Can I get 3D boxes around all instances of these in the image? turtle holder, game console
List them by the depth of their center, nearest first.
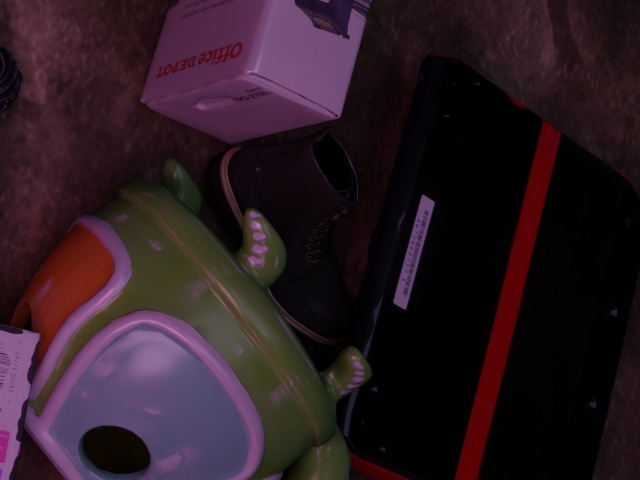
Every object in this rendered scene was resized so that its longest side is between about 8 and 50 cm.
[{"bbox_3d":[-0.112,0.115,1.430,0.227,0.243,0.320,-39,140,-13],"label":"turtle holder"},{"bbox_3d":[0.161,0.064,1.688,0.342,0.060,0.386,29,69,-37],"label":"game console"}]

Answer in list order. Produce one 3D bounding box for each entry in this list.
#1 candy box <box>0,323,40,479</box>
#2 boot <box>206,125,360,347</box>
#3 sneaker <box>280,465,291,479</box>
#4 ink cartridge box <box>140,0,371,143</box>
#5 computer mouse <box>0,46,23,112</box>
[{"bbox_3d":[-0.284,0.158,1.318,0.070,0.165,0.196,16,75,-33],"label":"candy box"},{"bbox_3d":[0.000,0.000,1.551,0.198,0.137,0.077,55,48,-20],"label":"boot"},{"bbox_3d":[0.007,0.256,1.570,0.086,0.085,0.237,-32,107,-44],"label":"sneaker"},{"bbox_3d":[-0.040,-0.212,1.528,0.100,0.172,0.237,25,71,-31],"label":"ink cartridge box"},{"bbox_3d":[-0.347,-0.203,1.379,0.188,0.072,0.272,-28,114,-36],"label":"computer mouse"}]
